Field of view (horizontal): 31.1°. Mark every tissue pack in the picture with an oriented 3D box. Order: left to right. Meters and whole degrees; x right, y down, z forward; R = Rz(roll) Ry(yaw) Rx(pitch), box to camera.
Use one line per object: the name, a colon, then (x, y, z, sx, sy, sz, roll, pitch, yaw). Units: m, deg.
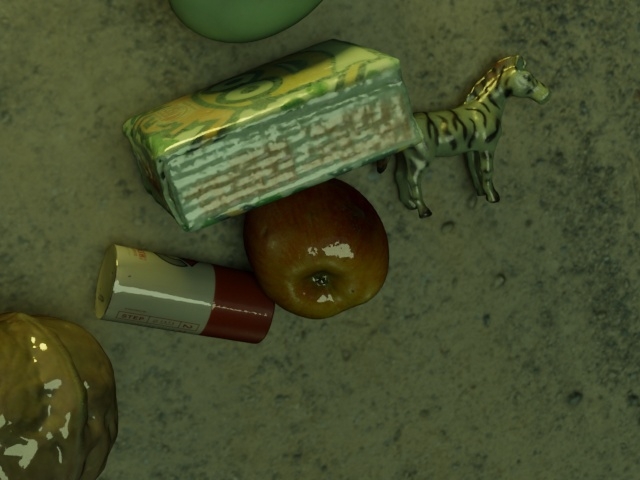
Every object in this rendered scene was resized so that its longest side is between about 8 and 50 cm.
tissue pack: (-0.065, -0.134, 1.398, 0.311, 0.228, 0.128, -23, 110, -12)

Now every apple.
apple: (0.000, 0.000, 1.490, 0.195, 0.173, 0.160, 31, 115, -25)

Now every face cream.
face cream: (-0.173, 0.071, 1.478, 0.214, 0.096, 0.096, 12, 99, -22)

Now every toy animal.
toy animal: (0.201, -0.129, 1.577, 0.255, 0.090, 0.170, -31, 107, -13)

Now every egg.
egg: (-0.077, -0.329, 1.377, 0.231, 0.168, 0.168, -30, 111, -16)

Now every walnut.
walnut: (-0.362, 0.197, 1.369, 0.248, 0.248, 0.248, -5, 104, -19)
